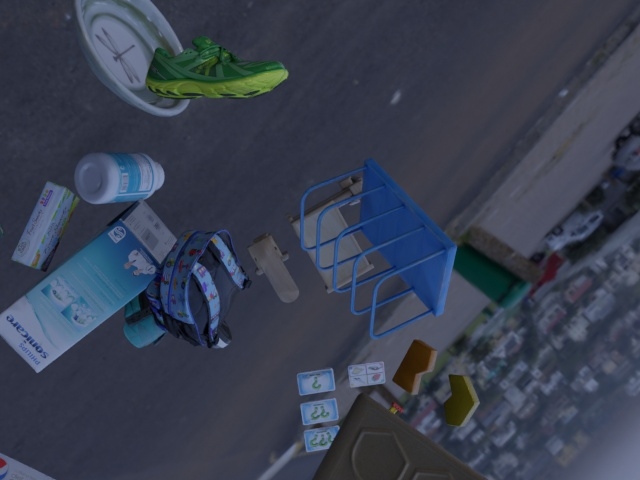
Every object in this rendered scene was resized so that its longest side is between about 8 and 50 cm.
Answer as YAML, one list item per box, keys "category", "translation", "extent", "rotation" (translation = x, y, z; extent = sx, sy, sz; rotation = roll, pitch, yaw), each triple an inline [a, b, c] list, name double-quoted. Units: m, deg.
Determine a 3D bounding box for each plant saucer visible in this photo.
- category: "plant saucer"
  translation: [-0.493, -0.479, 1.992]
  extent: [0.101, 0.400, 0.400]
  rotation: [-24, 177, 26]

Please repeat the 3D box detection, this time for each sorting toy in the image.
- category: "sorting toy"
  translation: [0.110, 0.293, 0.968]
  extent: [0.041, 0.229, 0.307]
  rotation: [18, 102, -57]

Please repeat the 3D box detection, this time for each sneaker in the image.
- category: "sneaker"
  translation: [-0.317, 0.169, 1.647]
  extent: [0.178, 0.295, 0.123]
  rotation: [-41, 133, -5]
- category: "sneaker"
  translation: [-0.211, -0.346, 1.563]
  extent: [0.109, 0.296, 0.123]
  rotation: [-2, 94, -77]

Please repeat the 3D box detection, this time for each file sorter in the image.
- category: "file sorter"
  translation: [0.060, 0.010, 0.921]
  extent: [0.105, 0.170, 0.118]
  rotation: [-22, 141, -21]

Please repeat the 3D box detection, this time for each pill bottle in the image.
- category: "pill bottle"
  translation: [-0.577, -0.185, 2.303]
  extent: [0.146, 0.146, 0.264]
  rotation: [-51, 162, 23]

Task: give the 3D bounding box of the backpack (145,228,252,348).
- category: "backpack"
  translation: [-0.195, 0.059, 1.223]
  extent: [0.173, 0.117, 0.158]
  rotation: [82, 31, -53]

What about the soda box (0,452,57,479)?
- category: "soda box"
  translation: [-0.644, 0.500, 1.625]
  extent: [0.069, 0.216, 0.073]
  rotation: [-53, -169, 47]

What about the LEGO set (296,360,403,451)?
- category: "LEGO set"
  translation: [0.081, 0.349, 1.632]
  extent: [0.245, 0.182, 0.060]
  rotation: [-7, -169, -4]

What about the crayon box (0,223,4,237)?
- category: "crayon box"
  translation: [-0.826, -0.105, 1.733]
  extent: [0.081, 0.278, 0.165]
  rotation: [-14, -165, 15]

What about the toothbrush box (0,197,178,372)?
- category: "toothbrush box"
  translation: [-0.413, 0.074, 1.422]
  extent: [0.296, 0.126, 0.216]
  rotation: [-38, -168, 6]

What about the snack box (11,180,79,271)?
- category: "snack box"
  translation: [-0.459, -0.022, 1.320]
  extent: [0.100, 0.037, 0.141]
  rotation: [111, 1, -81]

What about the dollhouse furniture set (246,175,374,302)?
- category: "dollhouse furniture set"
  translation: [0.000, 0.000, 1.834]
  extent: [0.303, 0.173, 0.355]
  rotation: [-29, -173, 0]
